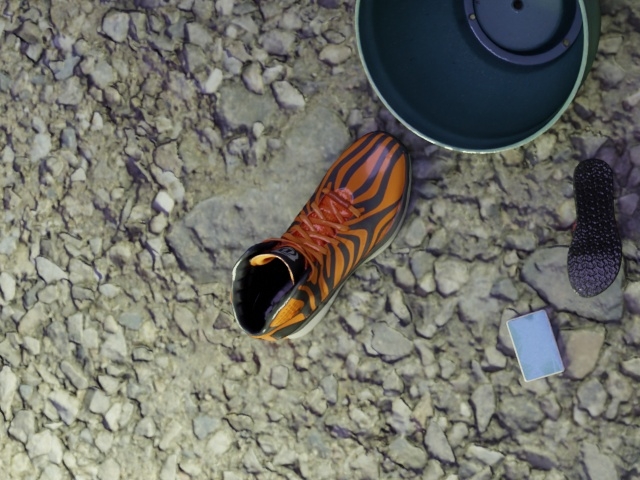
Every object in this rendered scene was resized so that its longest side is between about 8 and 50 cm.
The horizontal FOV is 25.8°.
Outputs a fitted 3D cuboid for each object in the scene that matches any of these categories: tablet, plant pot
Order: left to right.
[{"bbox_3d":[0.214,-0.274,1.700,0.293,0.196,0.293,12,115,26],"label":"plant pot"},{"bbox_3d":[0.276,0.135,1.794,0.054,0.006,0.083,-19,84,17],"label":"tablet"}]

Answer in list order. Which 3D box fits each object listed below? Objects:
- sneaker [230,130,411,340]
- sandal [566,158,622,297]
[{"bbox_3d":[0.000,0.000,1.798,0.125,0.180,0.321,33,99,16],"label":"sneaker"},{"bbox_3d":[0.346,-0.013,1.762,0.067,0.040,0.179,1,74,13],"label":"sandal"}]
